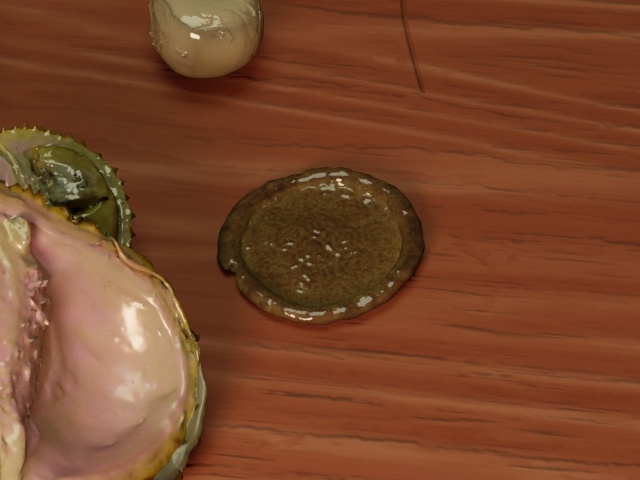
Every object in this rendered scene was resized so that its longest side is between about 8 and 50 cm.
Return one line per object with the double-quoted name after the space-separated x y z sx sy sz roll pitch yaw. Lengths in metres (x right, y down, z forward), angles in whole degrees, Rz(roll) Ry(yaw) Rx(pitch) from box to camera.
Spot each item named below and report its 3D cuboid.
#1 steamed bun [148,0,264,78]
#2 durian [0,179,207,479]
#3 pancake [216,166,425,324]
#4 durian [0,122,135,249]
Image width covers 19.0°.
-0.112 -0.213 1.903 0.112 0.091 0.130 -10 44 -16 "steamed bun"
-0.187 0.110 1.542 0.195 0.185 0.305 -4 67 -14 "durian"
0.000 0.001 1.743 0.199 0.021 0.199 0 45 0 "pancake"
-0.239 0.007 1.691 0.146 0.102 0.208 9 69 -17 "durian"
